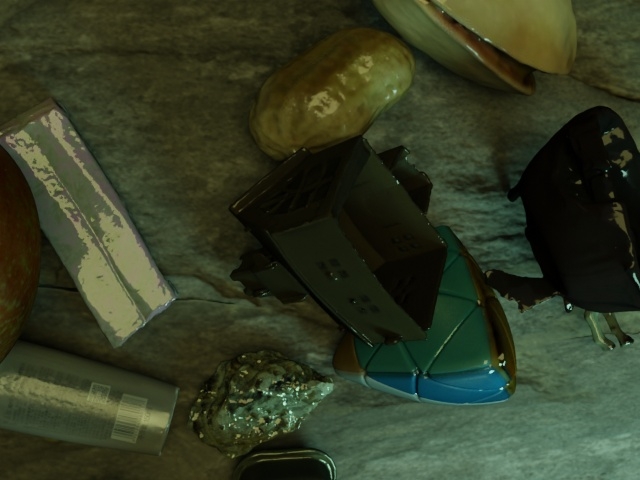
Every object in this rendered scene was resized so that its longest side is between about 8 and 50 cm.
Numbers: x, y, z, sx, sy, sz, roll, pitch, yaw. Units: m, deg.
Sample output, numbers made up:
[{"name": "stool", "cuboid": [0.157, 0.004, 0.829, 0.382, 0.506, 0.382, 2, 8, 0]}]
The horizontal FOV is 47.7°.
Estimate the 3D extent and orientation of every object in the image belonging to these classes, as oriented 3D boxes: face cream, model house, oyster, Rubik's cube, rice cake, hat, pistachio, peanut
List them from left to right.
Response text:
[{"name": "face cream", "cuboid": [-0.314, 0.188, 0.879, 0.269, 0.073, 0.107, 15, 82, -10]}, {"name": "rice cake", "cuboid": [-0.285, -0.022, 0.884, 0.106, 0.050, 0.298, -31, 98, -6]}, {"name": "oyster", "cuboid": [-0.080, 0.204, 0.928, 0.177, 0.064, 0.125, -41, 103, -3]}, {"name": "model house", "cuboid": [0.000, 0.000, 0.866, 0.211, 0.243, 0.204, 49, 45, -27]}, {"name": "peanut", "cuboid": [0.016, -0.179, 0.887, 0.224, 0.129, 0.129, -40, 99, -2]}, {"name": "Rubik's cube", "cuboid": [0.120, 0.097, 0.920, 0.254, 0.254, 0.254, -1, 93, -10]}, {"name": "pistachio", "cuboid": [0.180, -0.298, 0.868, 0.318, 0.193, 0.214, 38, 44, -16]}, {"name": "hat", "cuboid": [0.339, 0.000, 0.898, 0.336, 0.209, 0.238, 28, 55, -32]}]

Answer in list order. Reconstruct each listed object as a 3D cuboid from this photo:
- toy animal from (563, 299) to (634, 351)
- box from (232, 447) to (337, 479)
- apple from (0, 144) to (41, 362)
[{"name": "toy animal", "cuboid": [0.457, 0.054, 0.995, 0.255, 0.090, 0.170, -30, 78, -15]}, {"name": "box", "cuboid": [-0.032, 0.411, 0.882, 0.138, 0.178, 0.274, -3, 98, -9]}, {"name": "apple", "cuboid": [-0.435, 0.030, 0.718, 0.319, 0.319, 0.277, -28, 79, -7]}]
